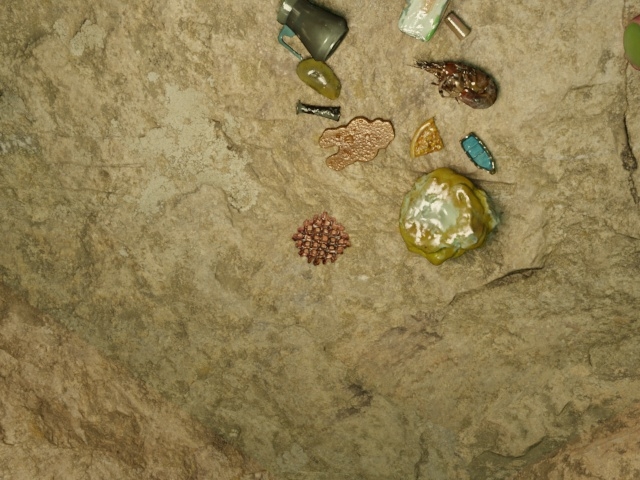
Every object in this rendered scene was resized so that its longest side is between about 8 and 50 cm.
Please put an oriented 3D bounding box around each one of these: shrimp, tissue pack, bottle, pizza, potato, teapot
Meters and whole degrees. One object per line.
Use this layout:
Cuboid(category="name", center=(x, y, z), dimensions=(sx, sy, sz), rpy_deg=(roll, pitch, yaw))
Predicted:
Cuboid(category="shrimp", center=(0.472, -0.568, 1.790), dimensions=(0.343, 0.116, 0.145), rpy_deg=(22, 101, -3))
Cuboid(category="tissue pack", center=(0.348, -0.763, 1.606), dimensions=(0.128, 0.310, 0.227), rpy_deg=(25, 114, 0))
Cuboid(category="bottle", center=(0.476, -0.748, 1.744), dimensions=(0.096, 0.045, 0.045), rpy_deg=(43, 112, -11))
Cuboid(category="pizza", center=(0.415, -0.378, 1.925), dimensions=(0.131, 0.041, 0.178), rpy_deg=(34, 114, -11))
Cuboid(category="potato", center=(0.000, -0.599, 1.853), dimensions=(0.188, 0.085, 0.105), rpy_deg=(40, 115, -16))
Cuboid(category="teapot", center=(-0.039, -0.741, 1.753), dimensions=(0.225, 0.171, 0.203), rpy_deg=(38, 115, -3))

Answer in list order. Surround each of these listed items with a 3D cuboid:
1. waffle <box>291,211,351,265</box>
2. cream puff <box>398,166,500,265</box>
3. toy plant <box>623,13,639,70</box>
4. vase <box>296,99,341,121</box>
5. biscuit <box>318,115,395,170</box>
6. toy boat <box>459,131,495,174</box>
Cuboid(category="waffle", center=(0.000, 0.000, 2.146), dimensions=(0.234, 0.055, 0.221), rpy_deg=(-37, 104, 16))
Cuboid(category="cream puff", center=(0.492, -0.081, 1.950), dimensions=(0.379, 0.276, 0.377), rpy_deg=(0, 90, 23))
Cuboid(category="toy plant", center=(1.188, -0.658, 1.591), dimensions=(0.357, 0.210, 0.316), rpy_deg=(-16, 71, 3))
Cuboid(category="vase", center=(-0.007, -0.495, 1.914), dimensions=(0.167, 0.059, 0.059), rpy_deg=(10, 115, 3))
Cuboid(category="biscuit", center=(0.145, -0.386, 1.955), dimensions=(0.296, 0.044, 0.185), rpy_deg=(-13, 116, 14))
Cuboid(category="toy boat", center=(0.602, -0.327, 1.904), dimensions=(0.075, 0.077, 0.185), rpy_deg=(-36, 106, 19))
